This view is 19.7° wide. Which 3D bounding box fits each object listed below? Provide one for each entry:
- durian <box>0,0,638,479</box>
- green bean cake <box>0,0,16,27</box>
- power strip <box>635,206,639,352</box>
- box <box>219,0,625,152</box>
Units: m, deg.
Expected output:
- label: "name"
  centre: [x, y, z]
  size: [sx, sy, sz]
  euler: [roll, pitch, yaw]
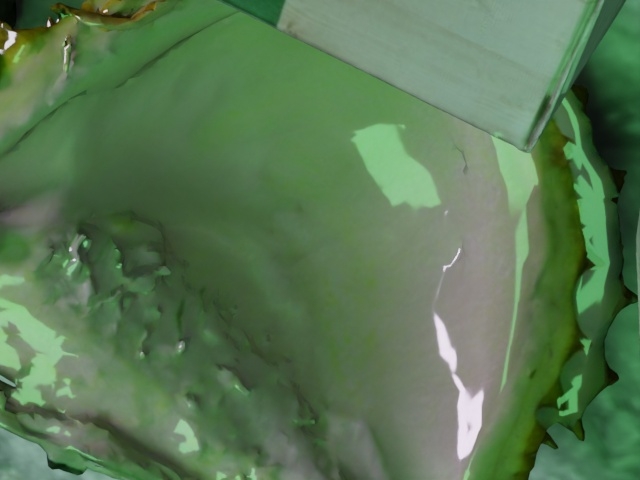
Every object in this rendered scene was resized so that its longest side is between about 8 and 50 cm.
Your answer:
- label: "durian"
  centre: [-0.004, -0.013, 0.656]
  size: [0.305, 0.185, 0.195]
  euler: [32, 113, -7]
- label: "green bean cake"
  centre: [-0.221, -0.085, 0.748]
  size: [0.185, 0.094, 0.183]
  euler: [20, 128, 7]
- label: "power strip"
  centre: [0.148, 0.080, 0.686]
  size: [0.048, 0.080, 0.285]
  euler: [1, 120, 19]
- label: "box"
  centre: [0.010, -0.127, 0.571]
  size: [0.199, 0.135, 0.081]
  euler: [27, 129, 5]
